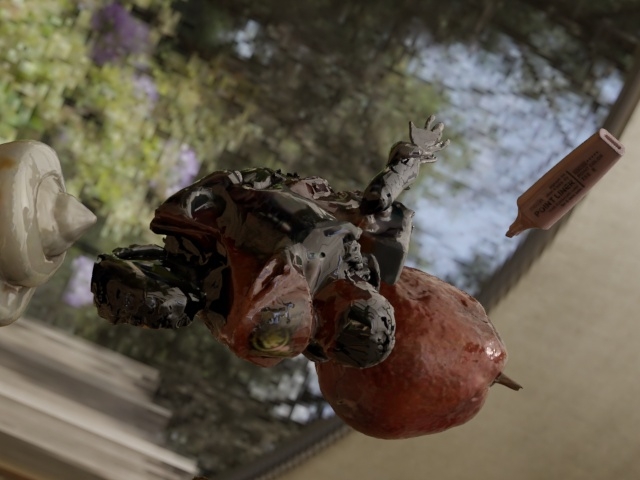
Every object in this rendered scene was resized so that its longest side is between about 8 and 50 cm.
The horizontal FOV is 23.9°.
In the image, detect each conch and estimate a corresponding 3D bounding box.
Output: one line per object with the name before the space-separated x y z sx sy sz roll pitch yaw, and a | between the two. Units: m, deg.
conch | -0.282 0.007 1.056 0.158 0.255 0.127 55 21 -67

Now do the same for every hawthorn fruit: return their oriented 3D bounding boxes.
hawthorn fruit | 0.083 0.111 1.453 0.173 0.179 0.173 0 -91 58

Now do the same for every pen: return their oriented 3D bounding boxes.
pen | 0.283 -0.060 1.800 0.197 0.053 0.032 -47 -175 40

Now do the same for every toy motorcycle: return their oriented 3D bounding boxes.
toy motorcycle | 0.000 0.000 1.182 0.401 0.207 0.134 -38 145 -59

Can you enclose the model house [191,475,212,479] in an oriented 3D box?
model house | -0.067 0.300 1.066 0.219 0.199 0.229 -56 -179 -6
